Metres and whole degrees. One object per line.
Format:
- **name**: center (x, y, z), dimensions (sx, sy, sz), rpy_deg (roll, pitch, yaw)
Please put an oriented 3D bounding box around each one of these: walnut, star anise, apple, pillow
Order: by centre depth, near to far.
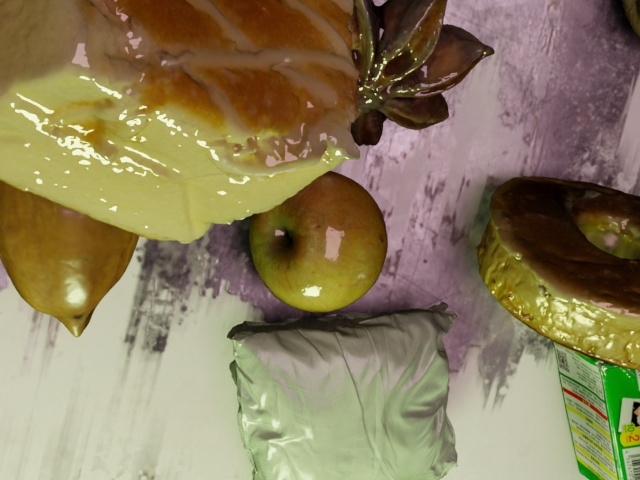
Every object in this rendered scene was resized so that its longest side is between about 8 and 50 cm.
- **walnut**: center (-0.293, -0.045, 1.587), dimensions (0.209, 0.209, 0.336), rpy_deg (-9, 107, -17)
- **star anise**: center (0.043, -0.208, 1.656), dimensions (0.315, 0.315, 0.108), rpy_deg (12, 58, -20)
- **apple**: center (0.000, 0.000, 1.712), dimensions (0.155, 0.182, 0.182), rpy_deg (0, 101, -49)
- **pillow**: center (0.036, 0.224, 1.780), dimensions (0.310, 0.138, 0.283), rpy_deg (-7, 110, -16)

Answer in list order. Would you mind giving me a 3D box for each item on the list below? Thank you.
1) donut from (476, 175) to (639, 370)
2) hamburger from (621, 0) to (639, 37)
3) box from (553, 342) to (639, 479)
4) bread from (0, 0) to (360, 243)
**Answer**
- **donut**: center (0.363, 0.042, 1.786), dimensions (0.330, 0.330, 0.160), rpy_deg (1, 131, -19)
- **hamburger**: center (0.484, -0.361, 1.834), dimensions (0.189, 0.122, 0.215), rpy_deg (-27, 103, -19)
- **box**: center (0.414, 0.235, 1.886), dimensions (0.103, 0.180, 0.250), rpy_deg (-16, 106, -12)
- **bread**: center (-0.187, -0.226, 1.388), dimensions (0.390, 0.279, 0.371), rpy_deg (23, 53, -40)
